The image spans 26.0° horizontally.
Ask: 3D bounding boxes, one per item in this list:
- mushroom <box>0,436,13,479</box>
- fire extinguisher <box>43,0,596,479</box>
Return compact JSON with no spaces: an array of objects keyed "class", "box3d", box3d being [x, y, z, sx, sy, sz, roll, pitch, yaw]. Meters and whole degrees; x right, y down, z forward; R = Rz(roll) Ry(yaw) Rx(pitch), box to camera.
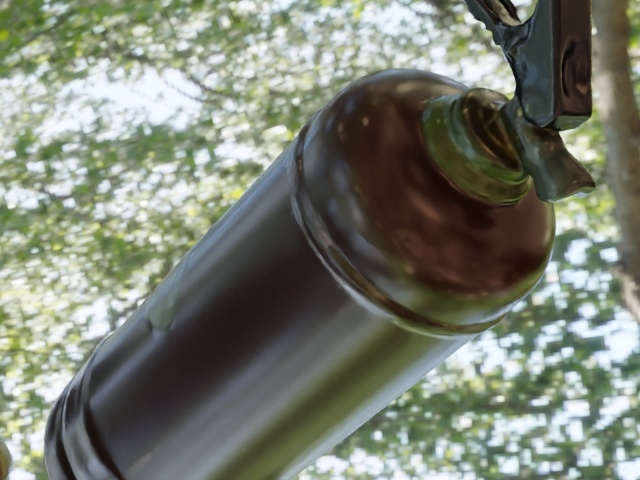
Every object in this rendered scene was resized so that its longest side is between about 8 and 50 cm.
[{"class":"mushroom","box3d":[-0.207,0.268,0.970,0.128,0.128,0.350,-50,-45,-38]},{"class":"fire extinguisher","box3d":[0.000,0.000,0.538,0.102,0.344,0.138,-5,-119,-41]}]
